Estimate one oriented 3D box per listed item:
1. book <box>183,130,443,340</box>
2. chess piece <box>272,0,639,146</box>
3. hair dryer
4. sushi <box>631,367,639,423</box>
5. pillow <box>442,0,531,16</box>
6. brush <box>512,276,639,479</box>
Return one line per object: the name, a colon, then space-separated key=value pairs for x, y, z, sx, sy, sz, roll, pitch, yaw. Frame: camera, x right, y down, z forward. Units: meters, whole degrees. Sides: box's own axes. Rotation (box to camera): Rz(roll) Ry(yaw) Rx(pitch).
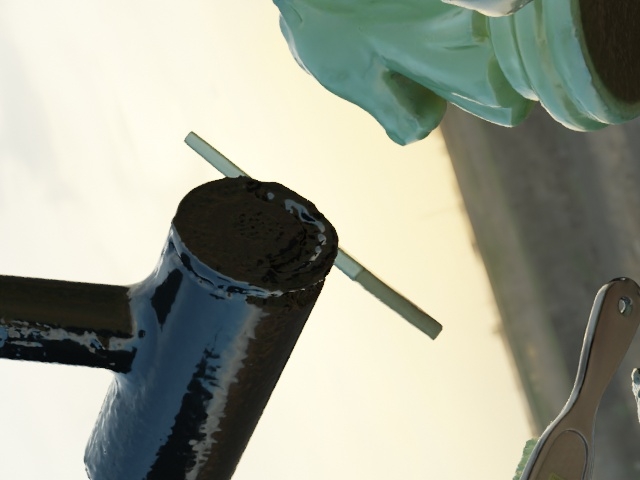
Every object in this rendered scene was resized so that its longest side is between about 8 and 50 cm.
book: x=0.000 y=0.000 z=1.787 sx=0.208 sy=0.020 sz=0.295 roll=39 pitch=-179 yaw=21
chess piece: x=0.107 y=-0.159 z=1.527 sx=0.176 sy=0.298 sz=0.176 roll=8 pitch=-100 yaw=-56
hair dryer: x=-0.139 y=0.048 z=1.022 sx=0.089 sy=0.251 sz=0.197 roll=-99 pitch=26 yaw=-48
sushi: x=0.468 y=0.140 z=1.828 sx=0.294 sy=0.352 sz=0.178 roll=61 pitch=-177 yaw=17
pillow: x=0.142 y=-0.291 z=0.945 sx=0.255 sy=0.120 sz=0.322 roll=135 pitch=150 yaw=-57
brush: x=0.220 y=0.172 z=1.780 sx=0.072 sy=0.067 sz=0.313 roll=32 pitch=-109 yaw=-28
